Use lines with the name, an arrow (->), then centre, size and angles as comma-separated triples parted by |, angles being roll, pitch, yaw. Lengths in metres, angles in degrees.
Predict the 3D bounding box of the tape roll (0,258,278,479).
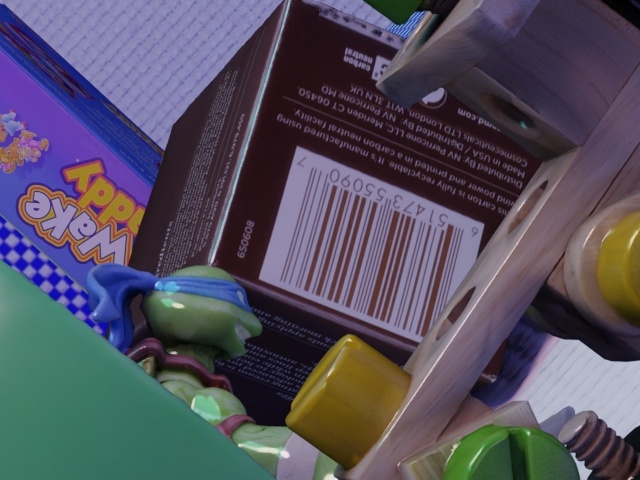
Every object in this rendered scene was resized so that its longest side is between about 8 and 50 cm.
tape roll -> -0.057, 0.108, 0.526 | 0.077, 0.321, 0.321 | -48, 9, -16

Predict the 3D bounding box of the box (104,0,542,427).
box -> 0.000, 0.000, 1.056 | 0.203, 0.168, 0.167 | -37, 35, 61

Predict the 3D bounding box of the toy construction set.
toy construction set -> 0.071, 0.030, 0.542 | 0.257, 0.237, 0.309 | -44, 9, 14

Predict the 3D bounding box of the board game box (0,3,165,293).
board game box -> -0.123, -0.011, 1.282 | 0.078, 0.347, 0.233 | -47, 8, 4

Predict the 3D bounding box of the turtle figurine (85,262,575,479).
turtle figurine -> -0.025, 0.161, 0.870 | 0.197, 0.274, 0.266 | 1, 65, 48
